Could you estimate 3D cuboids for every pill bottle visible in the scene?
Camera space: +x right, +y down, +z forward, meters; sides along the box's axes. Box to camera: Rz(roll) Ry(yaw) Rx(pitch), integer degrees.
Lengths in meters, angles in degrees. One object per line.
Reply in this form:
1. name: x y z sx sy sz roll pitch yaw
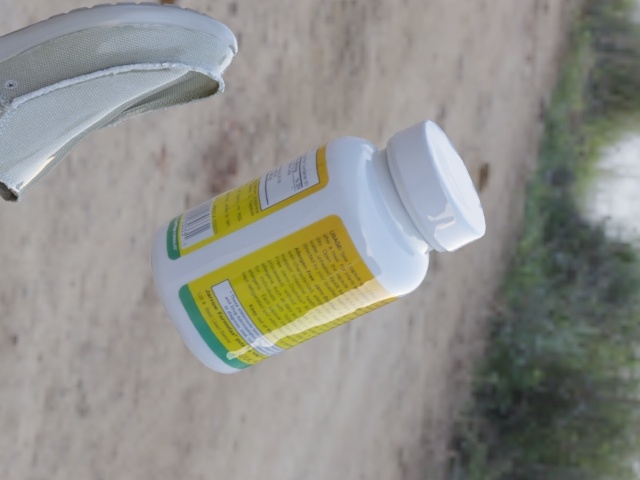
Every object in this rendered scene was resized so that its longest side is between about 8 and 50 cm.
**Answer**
1. pill bottle: 0.000 0.000 1.134 0.117 0.208 0.117 55 19 -29

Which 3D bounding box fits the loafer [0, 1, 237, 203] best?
1. loafer: -0.177 -0.072 0.995 0.102 0.268 0.092 93 -15 -78
